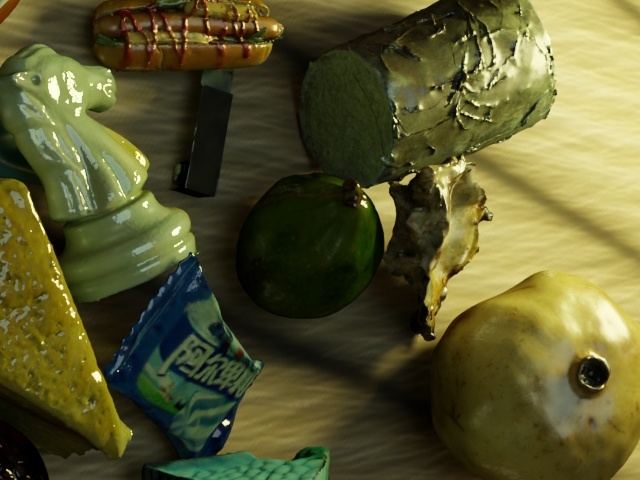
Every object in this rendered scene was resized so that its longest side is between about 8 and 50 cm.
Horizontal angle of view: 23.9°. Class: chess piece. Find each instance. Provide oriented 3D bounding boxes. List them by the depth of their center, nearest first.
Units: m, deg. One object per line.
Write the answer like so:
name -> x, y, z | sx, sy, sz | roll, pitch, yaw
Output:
chess piece -> -0.272, -0.091, 1.752 | 0.176, 0.176, 0.298 | -33, 108, -35

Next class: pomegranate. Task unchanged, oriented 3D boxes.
pomegranate -> 0.319, 0.208, 2.126 | 0.333, 0.332, 0.332 | 2, 87, -38

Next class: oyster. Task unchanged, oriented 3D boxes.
oyster -> 0.145, 0.007, 2.037 | 0.361, 0.096, 0.221 | 49, 56, -70

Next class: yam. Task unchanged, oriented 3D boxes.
yam -> 0.151, -0.212, 2.059 | 0.348, 0.241, 0.241 | -26, 104, -33

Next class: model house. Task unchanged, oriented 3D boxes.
model house -> -0.115, 0.395, 1.880 | 0.226, 0.241, 0.261 | -56, 148, -77

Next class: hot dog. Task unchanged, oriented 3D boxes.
hot dog -> -0.160, -0.263, 1.874 | 0.250, 0.076, 0.104 | -3, 83, -21

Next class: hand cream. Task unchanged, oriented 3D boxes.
hand cream -> -0.363, -0.104, 1.764 | 0.224, 0.048, 0.083 | 4, 91, -43

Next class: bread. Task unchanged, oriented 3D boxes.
bread -> -0.382, 0.132, 1.617 | 0.245, 0.233, 0.361 | -33, 109, -34

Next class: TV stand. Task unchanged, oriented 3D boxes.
TV stand -> -0.144, -0.184, 1.939 | 0.049, 0.040, 0.256 | 15, 79, -36

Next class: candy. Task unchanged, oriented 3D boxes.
candy -> -0.157, 0.156, 1.831 | 0.187, 0.077, 0.331 | -58, 150, -20

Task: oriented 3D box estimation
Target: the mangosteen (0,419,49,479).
mangosteen -> -0.396, 0.280, 1.646 | 0.200, 0.200, 0.199 | 2, 87, -38

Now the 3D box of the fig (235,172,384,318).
fig -> 0.000, 0.000, 1.925 | 0.195, 0.245, 0.195 | 10, 69, -27

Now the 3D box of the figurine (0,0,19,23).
figurine -> -0.404, -0.298, 1.628 | 0.416, 0.298, 0.243 | -59, 155, -21
